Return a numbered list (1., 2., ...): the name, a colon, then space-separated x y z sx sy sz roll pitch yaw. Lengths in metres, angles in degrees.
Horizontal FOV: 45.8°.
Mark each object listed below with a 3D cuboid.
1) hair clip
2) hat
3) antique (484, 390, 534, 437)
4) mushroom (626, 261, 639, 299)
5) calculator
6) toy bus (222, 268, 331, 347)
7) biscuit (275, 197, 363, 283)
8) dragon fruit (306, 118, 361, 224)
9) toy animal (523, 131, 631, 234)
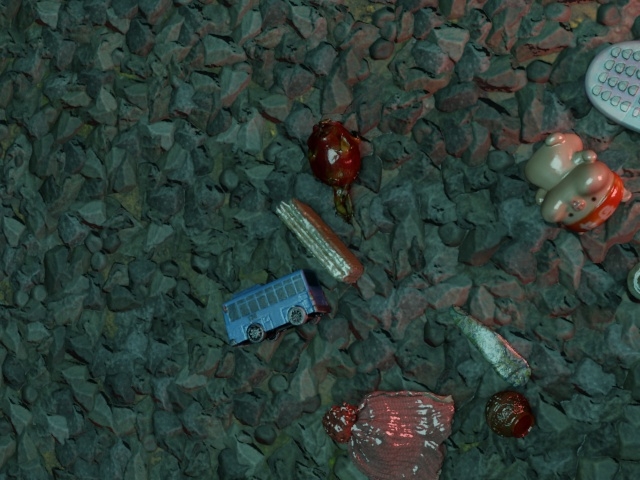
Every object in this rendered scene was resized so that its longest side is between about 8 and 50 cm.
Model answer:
1. hair clip: 0.362 0.223 1.634 0.066 0.036 0.229 -46 73 5
2. hat: 0.140 0.424 1.662 0.287 0.107 0.236 13 91 -4
3. antique: 0.391 0.362 1.583 0.104 0.104 0.104 -1 86 20
4. mushroom: 0.657 0.081 1.513 0.085 0.079 0.085 -2 85 23
5. calculator: 0.691 -0.303 1.545 0.299 0.041 0.185 26 96 21
6. toy bus: -0.110 0.160 1.769 0.234 0.116 0.133 -23 79 15
7. biscuit: 0.000 0.000 1.741 0.062 0.108 0.239 -45 74 10
8. dragon fruit: 0.039 -0.158 1.746 0.126 0.125 0.246 -7 101 6
9. toy animal: 0.513 -0.113 1.541 0.171 0.171 0.197 -41 71 13
